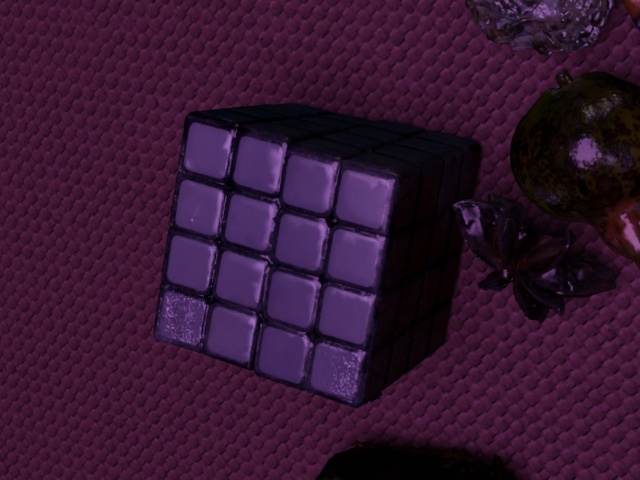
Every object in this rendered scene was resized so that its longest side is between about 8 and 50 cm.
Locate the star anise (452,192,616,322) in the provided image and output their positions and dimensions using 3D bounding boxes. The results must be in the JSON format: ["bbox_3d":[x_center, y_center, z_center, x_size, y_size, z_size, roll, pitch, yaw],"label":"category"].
[{"bbox_3d":[0.287,0.020,1.832,0.212,0.283,0.129,28,76,40],"label":"star anise"}]

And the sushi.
[{"bbox_3d":[0.133,0.419,1.992,0.343,0.182,0.196,5,106,25],"label":"sushi"}]

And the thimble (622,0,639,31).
[{"bbox_3d":[0.455,-0.350,1.675,0.150,0.237,0.237,-26,88,23],"label":"thimble"}]

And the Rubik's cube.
[{"bbox_3d":[0.000,0.000,1.880,0.337,0.344,0.344,16,105,21],"label":"Rubik's cube"}]

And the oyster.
[{"bbox_3d":[0.277,-0.363,1.812,0.267,0.112,0.198,19,107,25],"label":"oyster"}]

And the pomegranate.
[{"bbox_3d":[0.393,-0.097,1.754,0.276,0.222,0.204,36,78,1],"label":"pomegranate"}]
